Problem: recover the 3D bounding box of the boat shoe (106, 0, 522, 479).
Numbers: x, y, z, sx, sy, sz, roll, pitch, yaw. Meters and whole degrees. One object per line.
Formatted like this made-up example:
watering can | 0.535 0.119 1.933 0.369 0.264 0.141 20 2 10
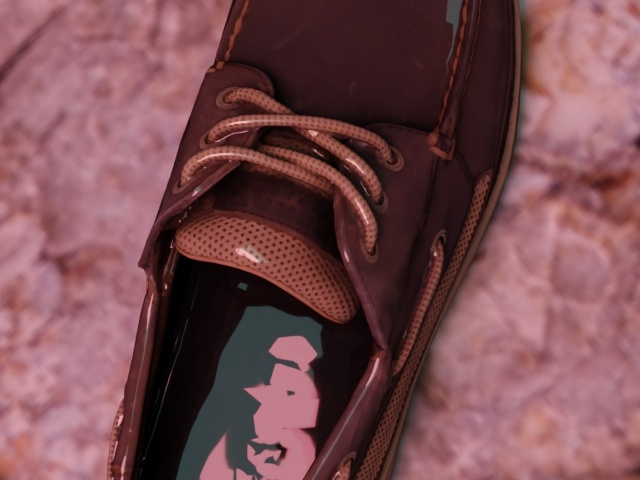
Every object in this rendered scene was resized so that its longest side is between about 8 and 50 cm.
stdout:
boat shoe | 0.000 0.000 0.761 0.132 0.130 0.355 11 91 7
